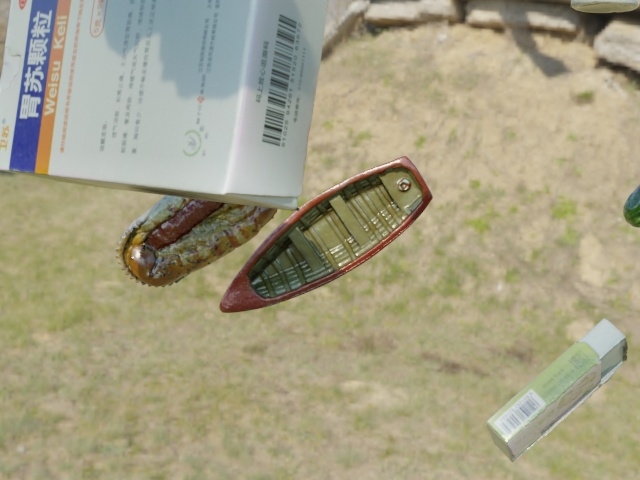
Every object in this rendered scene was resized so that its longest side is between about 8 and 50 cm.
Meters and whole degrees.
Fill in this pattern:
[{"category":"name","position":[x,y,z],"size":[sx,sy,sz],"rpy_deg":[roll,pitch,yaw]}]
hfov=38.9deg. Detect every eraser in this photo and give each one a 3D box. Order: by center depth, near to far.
[{"category":"eraser","position":[0.124,0.078,0.473],"size":[0.019,0.083,0.038],"rpy_deg":[45,-9,33]}]

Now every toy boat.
[{"category":"toy boat","position":[0.000,0.000,1.492],"size":[0.392,0.136,0.079],"rpy_deg":[-33,9,5]}]

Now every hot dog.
[{"category":"hot dog","position":[-0.159,-0.031,1.216],"size":[0.252,0.131,0.069],"rpy_deg":[-36,25,-11]}]

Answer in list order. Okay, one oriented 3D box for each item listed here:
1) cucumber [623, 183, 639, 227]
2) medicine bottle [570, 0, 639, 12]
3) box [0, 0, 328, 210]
[{"category":"cucumber","position":[0.526,-0.098,1.270],"size":[0.241,0.074,0.074],"rpy_deg":[-34,9,3]},{"category":"medicine bottle","position":[0.369,-0.389,1.155],"size":[0.086,0.183,0.086],"rpy_deg":[4,4,0]},{"category":"box","position":[-0.151,-0.144,0.802],"size":[0.299,0.200,0.106],"rpy_deg":[8,0,33]}]
